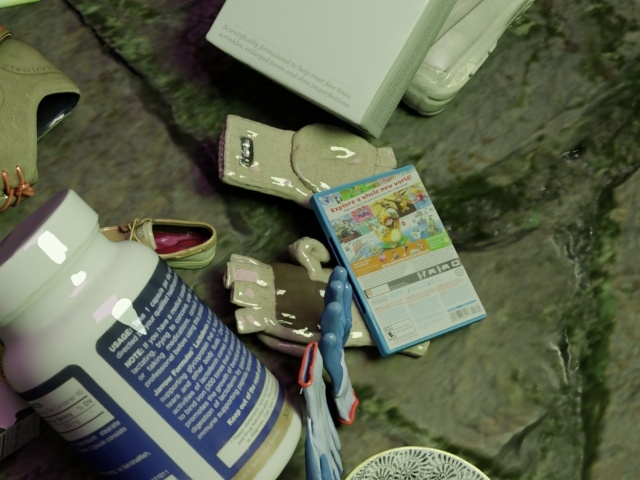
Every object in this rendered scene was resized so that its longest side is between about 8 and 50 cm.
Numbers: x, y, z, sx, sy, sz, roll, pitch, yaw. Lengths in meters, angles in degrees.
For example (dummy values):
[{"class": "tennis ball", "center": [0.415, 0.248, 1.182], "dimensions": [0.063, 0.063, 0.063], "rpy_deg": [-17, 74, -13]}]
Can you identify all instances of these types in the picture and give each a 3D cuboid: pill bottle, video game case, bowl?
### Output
[{"class": "pill bottle", "center": [-0.150, 0.096, 1.042], "dimensions": [0.264, 0.153, 0.153], "rpy_deg": [49, 54, -16]}, {"class": "video game case", "center": [0.074, 0.016, 1.258], "dimensions": [0.119, 0.015, 0.166], "rpy_deg": [-18, 75, -29]}, {"class": "bowl", "center": [0.077, 0.265, 1.108], "dimensions": [0.170, 0.080, 0.170], "rpy_deg": [8, 58, -13]}]

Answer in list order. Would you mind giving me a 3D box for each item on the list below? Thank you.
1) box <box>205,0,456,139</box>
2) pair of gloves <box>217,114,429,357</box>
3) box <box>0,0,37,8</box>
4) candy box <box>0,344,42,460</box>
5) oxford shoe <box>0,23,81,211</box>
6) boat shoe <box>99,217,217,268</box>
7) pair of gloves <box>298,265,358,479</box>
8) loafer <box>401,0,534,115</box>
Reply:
[{"class": "box", "center": [0.017, -0.223, 1.306], "dimensions": [0.181, 0.119, 0.182], "rpy_deg": [31, 93, 12]}, {"class": "pair of gloves", "center": [0.000, 0.000, 1.267], "dimensions": [0.204, 0.042, 0.240], "rpy_deg": [4, 65, -22]}, {"class": "box", "center": [-0.429, -0.197, 1.153], "dimensions": [0.322, 0.232, 0.058], "rpy_deg": [-19, 105, -25]}, {"class": "candy box", "center": [-0.358, 0.144, 1.050], "dimensions": [0.233, 0.071, 0.159], "rpy_deg": [-34, 74, -32]}, {"class": "oxford shoe", "center": [-0.311, -0.065, 1.146], "dimensions": [0.130, 0.123, 0.348], "rpy_deg": [28, 47, -6]}, {"class": "boat shoe", "center": [-0.160, 0.000, 1.217], "dimensions": [0.135, 0.045, 0.050], "rpy_deg": [-4, 61, -20]}, {"class": "pair of gloves", "center": [0.010, 0.127, 1.112], "dimensions": [0.023, 0.159, 0.198], "rpy_deg": [0, 37, 11]}, {"class": "loafer", "center": [0.167, -0.268, 1.446], "dimensions": [0.111, 0.112, 0.319], "rpy_deg": [40, 56, -1]}]
